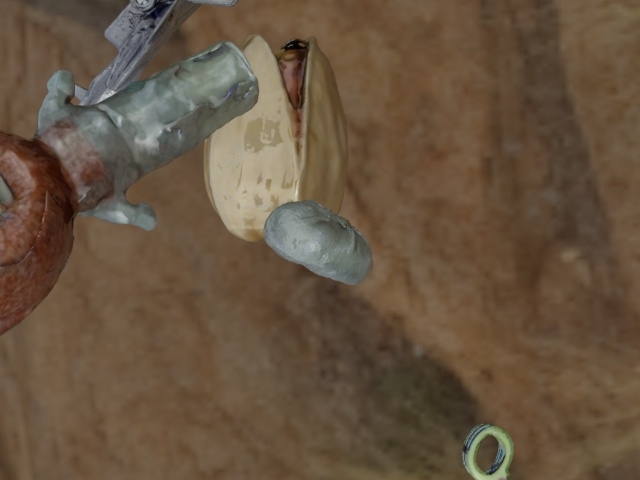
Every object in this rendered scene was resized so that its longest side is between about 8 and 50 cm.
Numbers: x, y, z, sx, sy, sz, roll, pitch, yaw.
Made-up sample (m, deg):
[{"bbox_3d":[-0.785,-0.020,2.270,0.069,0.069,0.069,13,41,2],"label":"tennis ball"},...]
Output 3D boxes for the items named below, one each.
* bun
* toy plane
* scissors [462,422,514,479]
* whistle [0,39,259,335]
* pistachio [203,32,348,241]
[{"bbox_3d":[0.000,0.000,1.382,0.083,0.083,0.045,26,90,49],"label":"bun"},{"bbox_3d":[-0.213,-0.218,2.225,0.267,0.212,0.088,-43,91,6],"label":"toy plane"},{"bbox_3d":[0.149,0.261,1.828,0.133,0.020,0.187,49,130,12],"label":"scissors"},{"bbox_3d":[-0.192,-0.038,1.362,0.142,0.346,0.133,46,154,26],"label":"whistle"},{"bbox_3d":[-0.044,-0.105,2.034,0.157,0.157,0.229,-21,63,52],"label":"pistachio"}]
